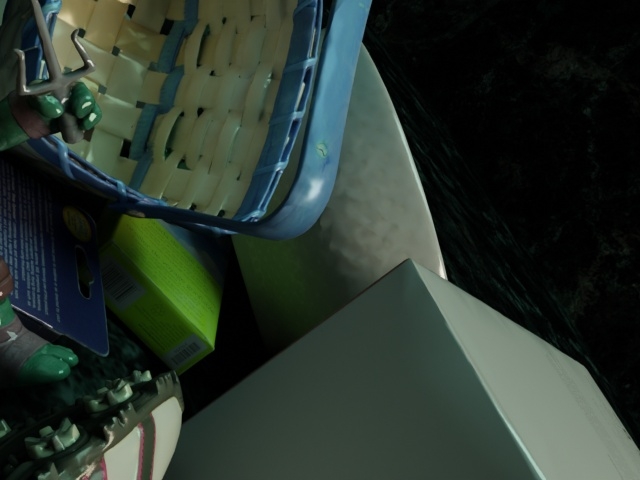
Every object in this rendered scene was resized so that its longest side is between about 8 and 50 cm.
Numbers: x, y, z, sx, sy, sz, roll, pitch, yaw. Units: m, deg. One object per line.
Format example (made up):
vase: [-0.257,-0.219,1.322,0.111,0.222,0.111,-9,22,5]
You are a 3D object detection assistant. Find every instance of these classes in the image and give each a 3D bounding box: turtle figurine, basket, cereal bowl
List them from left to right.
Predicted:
turtle figurine: [-0.182,-0.035,0.440,0.175,0.118,0.234,-23,109,-44]
basket: [-0.074,-0.132,0.621,0.201,0.254,0.289,23,-12,-37]
cereal bowl: [0.000,0.000,0.853,0.339,0.141,0.338,164,-90,-87]

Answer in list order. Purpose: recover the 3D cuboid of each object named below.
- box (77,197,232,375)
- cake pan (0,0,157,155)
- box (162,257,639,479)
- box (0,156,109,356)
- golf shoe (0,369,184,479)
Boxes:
box: [-0.120,0.012,0.764,0.109,0.042,0.178,49,15,-19]
cake pan: [-0.235,-0.180,0.835,0.293,0.054,0.293,47,16,-19]
box: [0.087,0.178,0.677,0.345,0.215,0.168,30,27,-56]
box: [-0.215,-0.018,0.566,0.225,0.036,0.136,38,21,-39]
golf shoe: [-0.120,0.144,0.414,0.120,0.105,0.273,66,20,-10]
